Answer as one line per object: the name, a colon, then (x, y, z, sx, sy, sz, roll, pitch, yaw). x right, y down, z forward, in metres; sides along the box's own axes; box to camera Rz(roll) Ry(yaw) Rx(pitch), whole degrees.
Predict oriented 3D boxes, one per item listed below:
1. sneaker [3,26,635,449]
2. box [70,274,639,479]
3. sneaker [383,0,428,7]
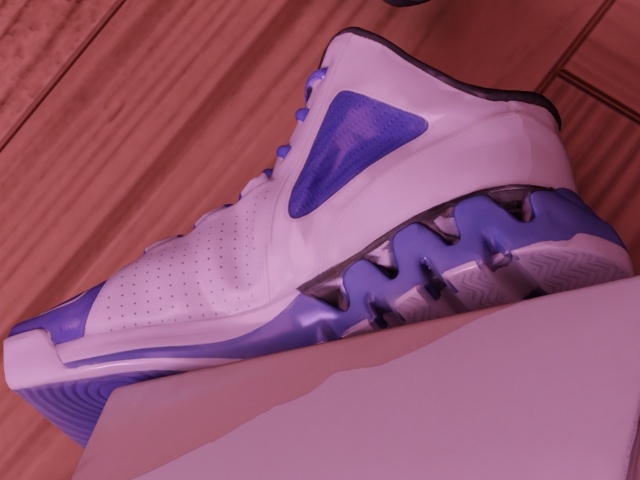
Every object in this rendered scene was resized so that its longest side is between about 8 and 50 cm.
sneaker: (0.001, 0.000, 1.026, 0.315, 0.127, 0.182, -18, 50, 17)
box: (0.042, 0.126, 0.862, 0.311, 0.148, 0.121, -13, 40, 35)
sneaker: (0.061, -0.253, 1.115, 0.106, 0.101, 0.267, 12, 62, 37)
